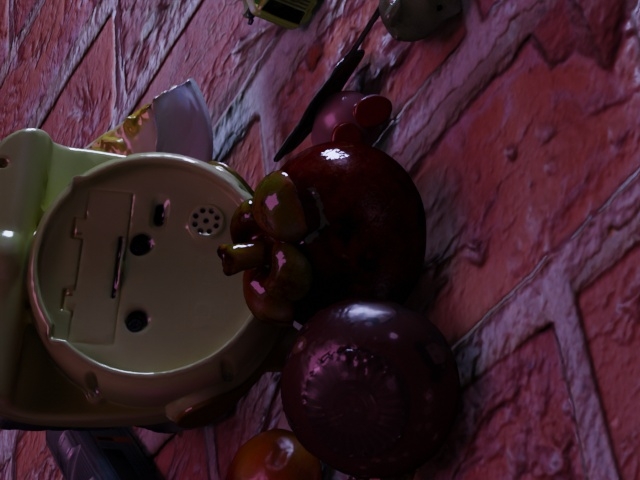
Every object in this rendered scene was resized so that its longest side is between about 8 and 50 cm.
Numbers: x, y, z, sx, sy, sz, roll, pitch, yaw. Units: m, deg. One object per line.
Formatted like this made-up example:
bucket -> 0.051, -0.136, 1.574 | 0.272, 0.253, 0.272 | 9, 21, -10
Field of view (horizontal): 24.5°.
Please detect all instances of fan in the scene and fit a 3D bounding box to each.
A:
fan -> 0.019, -0.169, 1.499 | 0.220, 0.009, 0.132 | -56, -5, 39

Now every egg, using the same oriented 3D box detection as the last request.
egg -> -0.221, -0.068, 1.828 | 0.271, 0.162, 0.206 | -32, 6, 11

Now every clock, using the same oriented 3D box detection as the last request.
clock -> -0.169, 0.040, 1.453 | 0.117, 0.348, 0.286 | 94, 180, -69

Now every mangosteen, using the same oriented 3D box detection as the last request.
mangosteen -> 0.000, 0.000, 1.340 | 0.200, 0.199, 0.200 | -35, 49, 52

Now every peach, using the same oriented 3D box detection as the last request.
peach -> -0.041, 0.232, 1.432 | 0.100, 0.100, 0.101 | -35, 49, 52

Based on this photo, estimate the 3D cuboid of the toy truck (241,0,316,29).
toy truck -> -0.058, -0.310, 1.719 | 0.100, 0.077, 0.169 | -57, 35, 27

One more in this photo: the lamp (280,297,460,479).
lamp -> 0.045, 0.125, 1.276 | 0.157, 0.156, 0.135 | -58, -7, 18

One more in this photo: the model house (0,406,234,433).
model house -> -0.239, 0.100, 1.633 | 0.284, 0.298, 0.243 | 93, 177, -63

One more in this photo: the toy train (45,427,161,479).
toy train -> -0.275, 0.283, 1.844 | 0.409, 0.089, 0.086 | 38, 117, 59

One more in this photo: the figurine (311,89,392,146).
figurine -> 0.029, -0.119, 1.483 | 0.083, 0.067, 0.071 | -36, 10, -10

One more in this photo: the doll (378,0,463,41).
doll -> 0.107, -0.258, 1.396 | 0.150, 0.077, 0.115 | -70, -17, 2
